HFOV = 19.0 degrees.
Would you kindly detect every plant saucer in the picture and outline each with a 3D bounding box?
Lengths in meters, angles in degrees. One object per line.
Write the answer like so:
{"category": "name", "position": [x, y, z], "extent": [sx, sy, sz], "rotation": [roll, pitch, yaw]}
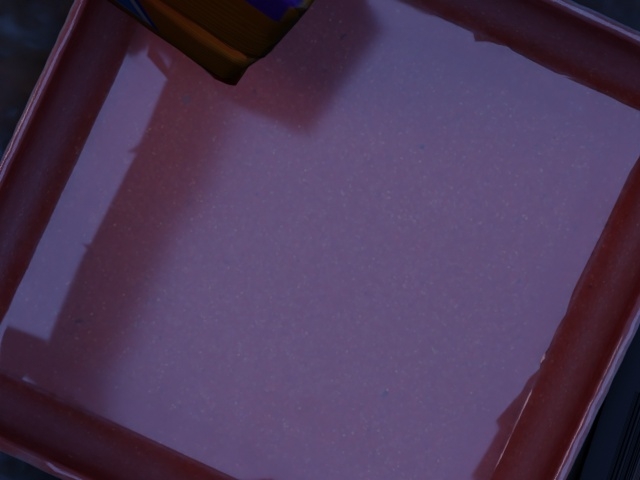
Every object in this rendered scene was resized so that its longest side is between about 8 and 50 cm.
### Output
{"category": "plant saucer", "position": [0.000, 0.000, 0.780], "extent": [0.258, 0.048, 0.259], "rotation": [25, 92, -1]}

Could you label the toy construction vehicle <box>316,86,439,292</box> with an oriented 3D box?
{"category": "toy construction vehicle", "position": [0.047, -0.014, 0.823], "extent": [0.086, 0.035, 0.098], "rotation": [13, 91, -3]}

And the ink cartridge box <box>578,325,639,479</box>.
{"category": "ink cartridge box", "position": [0.309, 0.043, 0.836], "extent": [0.309, 0.130, 0.271], "rotation": [19, 90, -15]}

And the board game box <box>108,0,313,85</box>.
{"category": "board game box", "position": [-0.065, -0.297, 0.565], "extent": [0.356, 0.356, 0.356], "rotation": [34, 89, -5]}
